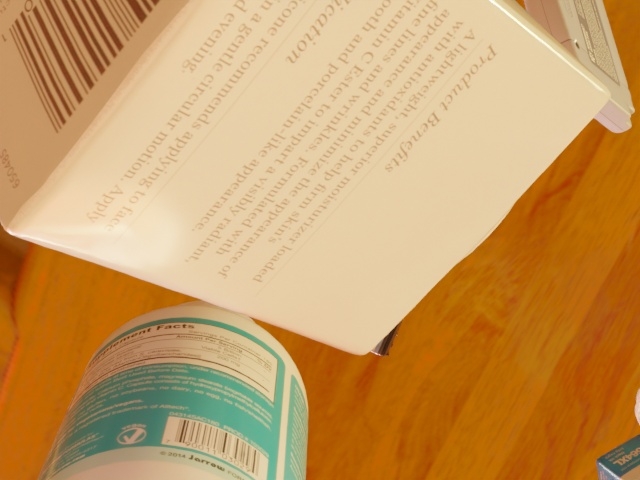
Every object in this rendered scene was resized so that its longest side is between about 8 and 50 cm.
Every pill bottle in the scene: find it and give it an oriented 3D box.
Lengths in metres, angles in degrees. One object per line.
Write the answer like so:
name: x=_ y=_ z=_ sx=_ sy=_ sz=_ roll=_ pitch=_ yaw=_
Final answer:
pill bottle: x=-0.080 y=0.131 z=0.613 sx=0.146 sy=0.264 sz=0.146 roll=0 pitch=112 yaw=1

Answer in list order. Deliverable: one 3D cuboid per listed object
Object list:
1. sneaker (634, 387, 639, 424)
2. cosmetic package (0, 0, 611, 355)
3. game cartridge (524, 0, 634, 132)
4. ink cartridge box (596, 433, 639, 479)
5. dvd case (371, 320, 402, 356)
sneaker: x=0.348 y=0.090 z=0.891 sx=0.105 sy=0.115 sz=0.281 roll=-4 pitch=126 yaw=-7
cosmetic package: x=-0.022 y=-0.075 z=0.414 sx=0.151 sy=0.183 sz=0.151 roll=-47 pitch=48 yaw=17
game cartridge: x=0.360 y=-0.315 z=1.541 sx=0.062 sy=0.198 sz=0.297 roll=-28 pitch=57 yaw=36
ink cartridge box: x=0.427 y=0.343 z=1.257 sx=0.203 sy=0.086 sz=0.148 roll=39 pitch=148 yaw=58
dvd case: x=0.000 y=0.000 z=1.234 sx=0.253 sy=0.022 sz=0.180 roll=24 pitch=93 yaw=20
